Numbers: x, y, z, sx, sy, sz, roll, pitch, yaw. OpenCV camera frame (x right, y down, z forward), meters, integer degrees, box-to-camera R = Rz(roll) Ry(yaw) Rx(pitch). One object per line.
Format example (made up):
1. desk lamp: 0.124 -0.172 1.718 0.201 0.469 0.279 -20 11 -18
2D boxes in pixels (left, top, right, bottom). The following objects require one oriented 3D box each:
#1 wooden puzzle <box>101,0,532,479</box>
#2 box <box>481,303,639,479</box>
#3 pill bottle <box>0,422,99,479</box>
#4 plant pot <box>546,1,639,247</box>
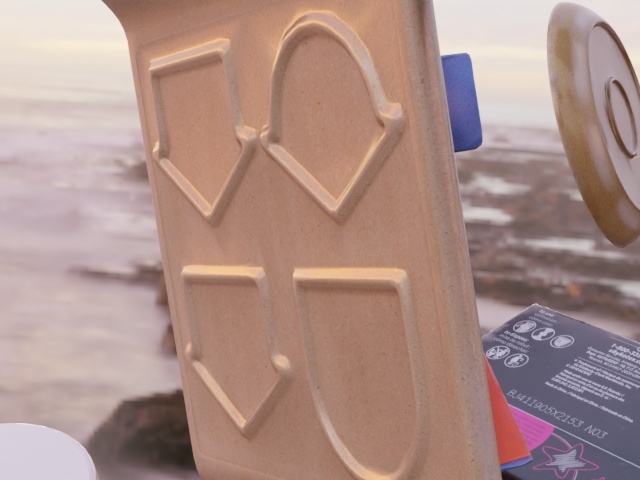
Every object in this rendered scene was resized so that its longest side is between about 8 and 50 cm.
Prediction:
1. wooden puzzle: 0.000 0.000 0.786 0.080 0.348 0.322 -16 7 -28
2. box: 0.181 0.163 0.943 0.163 0.142 0.247 -28 28 -27
3. pill bottle: -0.184 0.314 0.939 0.210 0.363 0.210 -9 26 4
4. plant pot: 0.268 -0.111 1.349 0.032 0.236 0.236 -15 -3 26
